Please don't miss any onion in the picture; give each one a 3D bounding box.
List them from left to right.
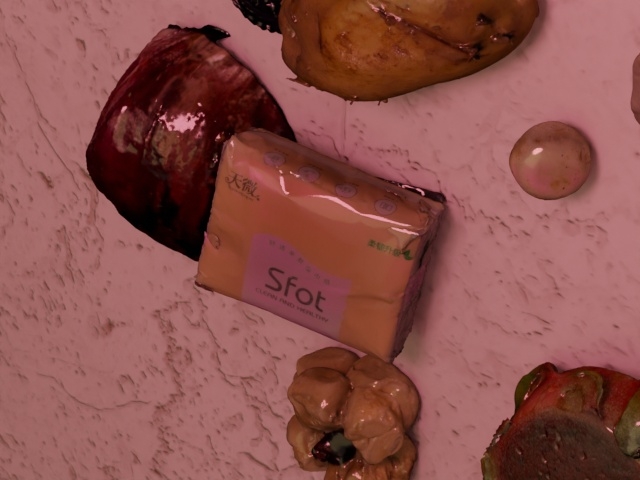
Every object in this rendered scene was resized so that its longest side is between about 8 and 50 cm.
[{"bbox_3d":[-0.162,-0.084,2.089,0.280,0.146,0.314,39,128,16],"label":"onion"}]

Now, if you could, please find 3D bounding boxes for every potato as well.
[{"bbox_3d":[0.075,-0.230,1.782,0.300,0.140,0.173,-8,147,39],"label":"potato"}]

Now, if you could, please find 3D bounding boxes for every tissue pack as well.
[{"bbox_3d":[0.000,0.000,1.970,0.257,0.123,0.215,23,123,15],"label":"tissue pack"}]

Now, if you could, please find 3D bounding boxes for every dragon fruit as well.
[{"bbox_3d":[0.299,0.253,1.840,0.268,0.130,0.295,55,136,6],"label":"dragon fruit"}]

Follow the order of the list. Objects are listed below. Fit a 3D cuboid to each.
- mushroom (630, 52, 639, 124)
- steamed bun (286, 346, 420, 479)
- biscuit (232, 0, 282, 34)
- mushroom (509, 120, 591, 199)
[{"bbox_3d":[0.429,-0.063,1.566,0.350,0.128,0.128,36,131,20],"label":"mushroom"},{"bbox_3d":[0.023,0.225,2.099,0.192,0.106,0.177,32,128,29],"label":"steamed bun"},{"bbox_3d":[-0.049,-0.323,1.923,0.194,0.053,0.194,20,122,35],"label":"biscuit"},{"bbox_3d":[0.236,-0.083,1.771,0.067,0.084,0.083,-102,11,-63],"label":"mushroom"}]
